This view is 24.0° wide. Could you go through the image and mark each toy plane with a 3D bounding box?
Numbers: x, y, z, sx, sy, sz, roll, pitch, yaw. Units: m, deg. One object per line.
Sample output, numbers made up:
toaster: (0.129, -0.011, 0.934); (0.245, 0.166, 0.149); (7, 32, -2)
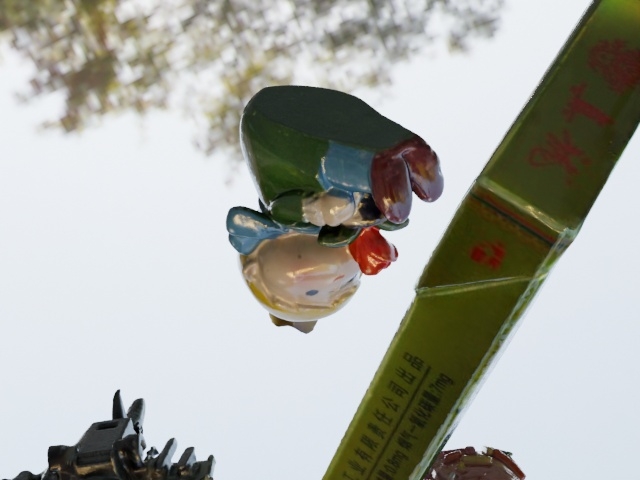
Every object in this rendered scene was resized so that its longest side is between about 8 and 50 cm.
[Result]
toy plane: (-0.178, 0.181, 1.288); (0.192, 0.088, 0.262); (-9, -154, 5)

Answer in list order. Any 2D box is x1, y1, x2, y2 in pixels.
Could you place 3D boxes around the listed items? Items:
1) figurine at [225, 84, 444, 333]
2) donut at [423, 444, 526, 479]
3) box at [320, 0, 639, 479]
figurine: (0.011, -0.005, 1.249); (0.185, 0.234, 0.127); (18, -146, 24)
donut: (0.152, 0.260, 1.161); (0.085, 0.233, 0.199); (-27, 169, 1)
box: (0.075, 0.015, 0.656); (0.043, 0.311, 0.173); (31, -124, 7)
